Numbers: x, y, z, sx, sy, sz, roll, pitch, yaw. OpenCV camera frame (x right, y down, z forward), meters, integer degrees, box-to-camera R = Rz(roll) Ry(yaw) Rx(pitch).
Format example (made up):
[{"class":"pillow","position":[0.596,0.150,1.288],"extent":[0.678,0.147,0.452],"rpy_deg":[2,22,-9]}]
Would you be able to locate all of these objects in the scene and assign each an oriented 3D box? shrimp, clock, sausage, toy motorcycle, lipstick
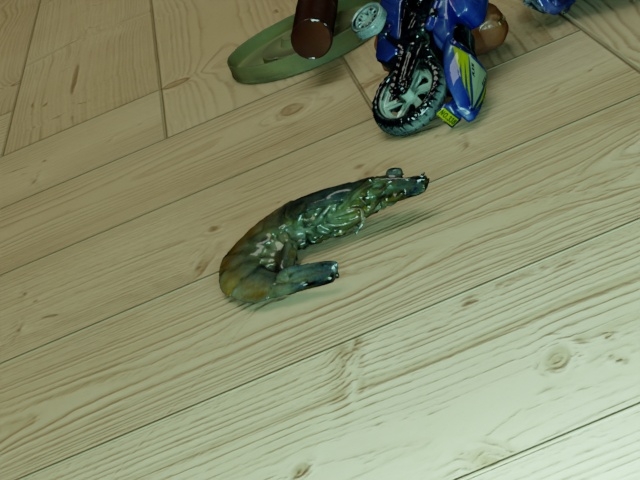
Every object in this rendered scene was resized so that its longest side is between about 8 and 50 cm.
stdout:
[{"class":"shrimp","position":[0.000,0.000,1.323],"extent":[0.217,0.051,0.150],"rpy_deg":[-24,24,18]},{"class":"clock","position":[-0.019,-0.281,1.996],"extent":[0.235,0.029,0.235],"rpy_deg":[-20,22,8]},{"class":"sausage","position":[0.149,-0.239,1.692],"extent":[0.169,0.065,0.065],"rpy_deg":[-7,27,33]},{"class":"toy motorcycle","position":[0.134,-0.246,1.590],"extent":[0.169,0.113,0.315],"rpy_deg":[-20,47,33]},{"class":"lipstick","position":[-0.004,-0.316,1.950],"extent":[0.057,0.057,0.356],"rpy_deg":[-19,21,11]}]

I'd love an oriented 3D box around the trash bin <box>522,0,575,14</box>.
[{"class":"trash bin","position":[0.317,-0.387,1.659],"extent":[0.234,0.162,0.184],"rpy_deg":[-30,11,44]}]
